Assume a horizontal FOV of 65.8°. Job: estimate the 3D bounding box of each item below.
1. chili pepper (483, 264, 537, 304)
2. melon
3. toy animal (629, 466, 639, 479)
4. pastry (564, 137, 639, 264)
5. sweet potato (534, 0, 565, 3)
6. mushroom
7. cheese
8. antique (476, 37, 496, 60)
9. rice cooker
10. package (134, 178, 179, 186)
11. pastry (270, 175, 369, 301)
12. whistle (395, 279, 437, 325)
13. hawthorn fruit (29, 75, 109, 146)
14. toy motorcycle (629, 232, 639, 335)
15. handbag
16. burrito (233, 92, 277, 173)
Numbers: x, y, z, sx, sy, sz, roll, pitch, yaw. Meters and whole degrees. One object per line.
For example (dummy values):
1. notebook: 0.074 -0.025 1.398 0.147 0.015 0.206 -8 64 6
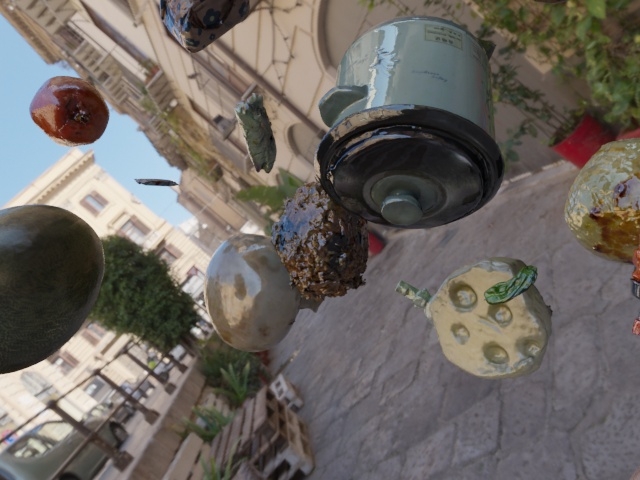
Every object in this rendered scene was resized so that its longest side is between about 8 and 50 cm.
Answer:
1. chili pepper: 0.282 0.069 0.736 0.091 0.030 0.034 -41 -2 30
2. melon: -0.511 0.073 0.840 0.248 0.249 0.329 -47 15 38
3. toy animal: 0.513 0.394 0.647 0.221 0.210 0.229 -5 61 31
4. pastry: 0.923 -0.102 1.432 0.388 0.389 0.312 -49 35 10
5. sweet potato: 0.693 -0.679 1.311 0.256 0.058 0.078 -18 10 0
6. mushroom: -0.134 0.125 1.228 0.290 0.297 0.297 5 -38 -38
7. cheese: 0.447 0.199 1.297 0.115 0.318 0.326 -8 -57 -48
8. antique: 0.309 -0.342 1.116 0.220 0.080 0.081 -65 -11 -4
9. rice cooker: 0.133 -0.158 0.738 0.264 0.316 0.316 -29 18 48
10. package: -0.417 -0.149 1.266 0.110 0.037 0.015 -3 -63 -39
11. pastry: 0.000 0.000 1.065 0.193 0.274 0.275 -3 23 18
12. whistle: 0.379 0.217 1.705 0.067 0.258 0.126 -32 -32 -60
13. hawthorn fruit: -0.718 -0.372 1.449 0.299 0.211 0.211 23 68 46
14. toy motorcycle: 0.649 0.098 0.765 0.148 0.326 0.221 -9 -64 -72
15. handbag: -0.341 -0.707 1.443 0.251 0.190 0.193 -40 4 -10
16. burrito: -0.183 -0.310 1.488 0.096 0.066 0.309 -20 -30 -7
